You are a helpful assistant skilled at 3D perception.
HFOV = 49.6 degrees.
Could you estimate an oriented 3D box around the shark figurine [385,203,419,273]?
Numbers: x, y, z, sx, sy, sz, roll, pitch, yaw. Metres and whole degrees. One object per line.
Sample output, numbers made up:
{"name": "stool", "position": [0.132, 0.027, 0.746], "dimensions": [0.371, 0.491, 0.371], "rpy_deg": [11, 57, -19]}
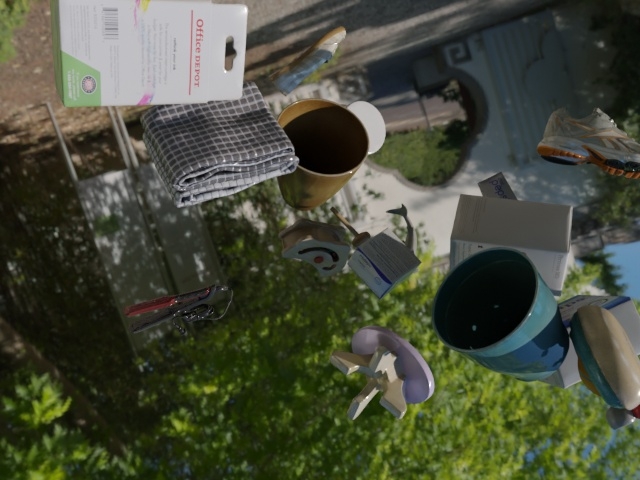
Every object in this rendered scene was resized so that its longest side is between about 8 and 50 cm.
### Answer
{"name": "shark figurine", "position": [0.289, 0.023, 2.298], "dimensions": [0.166, 0.279, 0.116], "rpy_deg": [11, -174, -17]}

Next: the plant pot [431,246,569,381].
{"name": "plant pot", "position": [0.444, 0.196, 1.629], "dimensions": [0.271, 0.255, 0.272], "rpy_deg": [-30, -142, 27]}

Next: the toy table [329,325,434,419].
{"name": "toy table", "position": [0.159, 0.365, 1.899], "dimensions": [0.274, 0.252, 0.160], "rpy_deg": [25, -151, 31]}

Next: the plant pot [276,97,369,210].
{"name": "plant pot", "position": [-0.024, -0.193, 1.783], "dimensions": [0.237, 0.237, 0.254], "rpy_deg": [-22, 159, -25]}

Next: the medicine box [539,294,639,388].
{"name": "medicine box", "position": [0.679, 0.264, 1.874], "dimensions": [0.263, 0.149, 0.289], "rpy_deg": [-22, 180, -8]}

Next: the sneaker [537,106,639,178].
{"name": "sneaker", "position": [0.583, -0.206, 1.402], "dimensions": [0.262, 0.121, 0.099], "rpy_deg": [14, 172, 10]}

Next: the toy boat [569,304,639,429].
{"name": "toy boat", "position": [0.667, 0.316, 1.580], "dimensions": [0.148, 0.318, 0.268], "rpy_deg": [-32, -155, 23]}

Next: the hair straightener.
{"name": "hair straightener", "position": [-0.287, 0.148, 1.440], "dimensions": [0.230, 0.089, 0.047], "rpy_deg": [-18, -156, -25]}

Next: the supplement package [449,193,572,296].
{"name": "supplement package", "position": [0.499, 0.011, 1.828], "dimensions": [0.292, 0.178, 0.175], "rpy_deg": [7, -132, 16]}

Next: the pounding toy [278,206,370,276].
{"name": "pounding toy", "position": [0.000, 0.000, 2.046], "dimensions": [0.269, 0.155, 0.154], "rpy_deg": [12, 137, -30]}

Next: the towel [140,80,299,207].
{"name": "towel", "position": [-0.212, -0.209, 1.458], "dimensions": [0.283, 0.121, 0.235], "rpy_deg": [-19, -129, -21]}

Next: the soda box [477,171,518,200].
{"name": "soda box", "position": [0.651, -0.093, 2.402], "dimensions": [0.098, 0.286, 0.091], "rpy_deg": [-26, 148, 10]}

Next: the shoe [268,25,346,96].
{"name": "shoe", "position": [-0.020, -0.410, 1.584], "dimensions": [0.219, 0.058, 0.076], "rpy_deg": [-40, -168, -14]}

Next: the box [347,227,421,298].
{"name": "box", "position": [0.158, 0.055, 1.722], "dimensions": [0.137, 0.126, 0.072], "rpy_deg": [-30, 161, -43]}

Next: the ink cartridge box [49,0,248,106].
{"name": "ink cartridge box", "position": [-0.330, -0.379, 1.351], "dimensions": [0.353, 0.207, 0.119], "rpy_deg": [-7, -149, -26]}

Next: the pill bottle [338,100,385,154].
{"name": "pill bottle", "position": [0.039, -0.334, 2.319], "dimensions": [0.210, 0.210, 0.362], "rpy_deg": [-23, -173, -32]}
